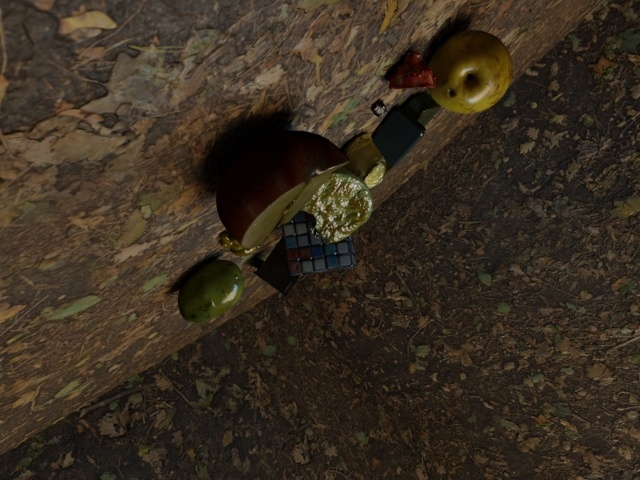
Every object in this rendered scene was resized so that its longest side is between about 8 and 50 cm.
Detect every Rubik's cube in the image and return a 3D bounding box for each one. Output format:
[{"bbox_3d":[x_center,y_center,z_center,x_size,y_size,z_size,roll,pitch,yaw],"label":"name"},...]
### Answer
[{"bbox_3d":[0.000,0.000,1.879,0.292,0.286,0.293,-9,175,6],"label":"Rubik's cube"}]

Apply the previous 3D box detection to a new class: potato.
[{"bbox_3d":[-0.442,0.206,1.680,0.304,0.216,0.216,-45,171,12],"label":"potato"}]

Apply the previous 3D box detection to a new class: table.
[{"bbox_3d":[-0.187,0.126,2.227,0.282,0.196,0.250,-54,174,-9],"label":"table"}]

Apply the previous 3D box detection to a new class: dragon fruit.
[{"bbox_3d":[0.287,-0.524,1.282,0.153,0.153,0.110,-28,126,-52],"label":"dragon fruit"}]

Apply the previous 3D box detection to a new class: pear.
[{"bbox_3d":[0.490,-0.551,1.374,0.281,0.280,0.281,-38,172,-6],"label":"pear"}]

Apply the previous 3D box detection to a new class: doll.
[{"bbox_3d":[-0.308,0.000,1.580,0.137,0.097,0.209,-1,165,5],"label":"doll"}]

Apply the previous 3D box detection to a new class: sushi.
[{"bbox_3d":[0.203,-0.464,1.456,0.046,0.044,0.083,-18,176,18],"label":"sushi"}]

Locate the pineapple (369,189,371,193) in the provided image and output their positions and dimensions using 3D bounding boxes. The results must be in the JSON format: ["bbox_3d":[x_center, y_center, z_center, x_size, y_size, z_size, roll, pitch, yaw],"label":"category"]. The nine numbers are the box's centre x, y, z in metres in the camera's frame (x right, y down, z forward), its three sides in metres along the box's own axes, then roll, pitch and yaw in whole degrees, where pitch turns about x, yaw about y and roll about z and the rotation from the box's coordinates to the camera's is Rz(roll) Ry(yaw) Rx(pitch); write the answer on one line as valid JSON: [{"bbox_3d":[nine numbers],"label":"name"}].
[{"bbox_3d":[0.162,-0.226,2.307,0.248,0.128,0.128,-29,170,-17],"label":"pineapple"}]

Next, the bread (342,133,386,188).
[{"bbox_3d":[0.166,-0.306,1.645,0.197,0.170,0.197,-35,160,-15],"label":"bread"}]

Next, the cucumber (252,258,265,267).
[{"bbox_3d":[-0.331,0.128,2.260,0.056,0.056,0.250,-38,175,-1],"label":"cucumber"}]

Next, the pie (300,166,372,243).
[{"bbox_3d":[0.048,-0.142,1.588,0.297,0.371,0.078,-19,-140,15],"label":"pie"}]

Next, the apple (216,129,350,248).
[{"bbox_3d":[-0.106,-0.125,1.087,0.329,0.295,0.365,7,154,-23],"label":"apple"}]

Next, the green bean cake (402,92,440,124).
[{"bbox_3d":[0.392,-0.521,1.726,0.181,0.094,0.173,-32,169,-43],"label":"green bean cake"}]

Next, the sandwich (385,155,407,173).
[{"bbox_3d":[0.282,-0.363,1.966,0.236,0.128,0.122,-43,179,-14],"label":"sandwich"}]

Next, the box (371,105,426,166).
[{"bbox_3d":[0.306,-0.418,1.691,0.050,0.160,0.230,-52,-178,-37],"label":"box"}]
